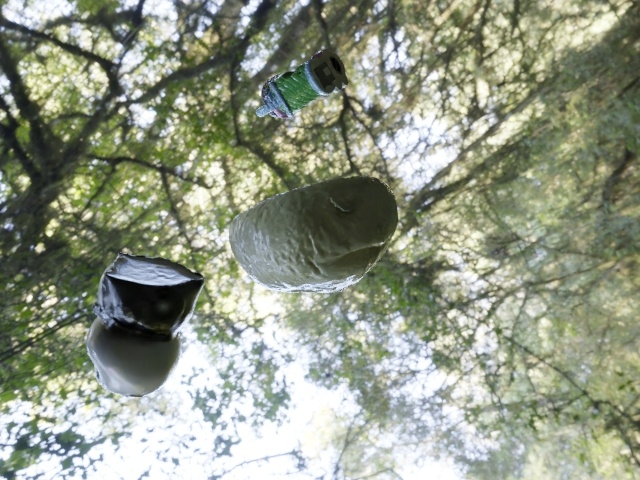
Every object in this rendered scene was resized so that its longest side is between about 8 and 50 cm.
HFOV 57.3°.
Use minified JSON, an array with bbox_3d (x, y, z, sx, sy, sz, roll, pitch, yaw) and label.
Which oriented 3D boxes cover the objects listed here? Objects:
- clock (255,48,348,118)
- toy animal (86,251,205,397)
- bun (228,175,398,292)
[{"bbox_3d":[-0.056,-0.334,1.300,0.100,0.195,0.194,60,-146,-14],"label":"clock"},{"bbox_3d":[-0.313,0.151,1.009,0.165,0.235,0.187,18,-168,-10],"label":"toy animal"},{"bbox_3d":[0.000,0.000,0.810,0.244,0.243,0.153,-26,-83,-58],"label":"bun"}]
